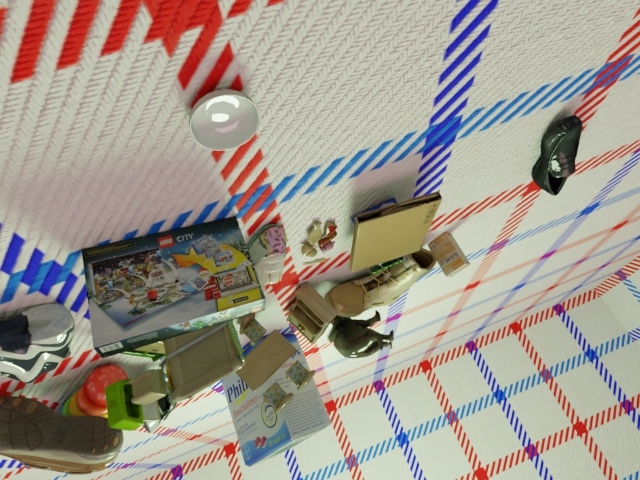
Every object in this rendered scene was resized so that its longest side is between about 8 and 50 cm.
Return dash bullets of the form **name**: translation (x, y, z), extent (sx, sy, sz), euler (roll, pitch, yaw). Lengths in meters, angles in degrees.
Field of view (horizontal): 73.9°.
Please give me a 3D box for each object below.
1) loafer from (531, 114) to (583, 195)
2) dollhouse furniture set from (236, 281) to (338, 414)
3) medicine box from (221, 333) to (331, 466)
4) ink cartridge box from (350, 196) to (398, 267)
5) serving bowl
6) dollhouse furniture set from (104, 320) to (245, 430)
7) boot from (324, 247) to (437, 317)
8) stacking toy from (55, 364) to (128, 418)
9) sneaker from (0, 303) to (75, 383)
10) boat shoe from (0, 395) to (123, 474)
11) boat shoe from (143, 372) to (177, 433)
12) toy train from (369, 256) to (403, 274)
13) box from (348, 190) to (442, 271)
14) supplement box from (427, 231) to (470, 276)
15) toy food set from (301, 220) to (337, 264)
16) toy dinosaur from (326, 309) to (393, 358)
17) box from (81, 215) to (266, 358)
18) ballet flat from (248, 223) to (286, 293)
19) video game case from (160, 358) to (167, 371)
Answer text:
- **loafer**: translation (0.497, -0.170, 0.879), extent (0.076, 0.078, 0.223), euler (-26, 152, 3)
- **dollhouse furniture set**: translation (-0.090, 0.239, 1.007), extent (0.242, 0.212, 0.161), euler (-40, 164, -31)
- **medicine box**: translation (-0.146, 0.469, 1.265), extent (0.149, 0.289, 0.263), euler (1, 143, -43)
- **ink cartridge box**: translation (0.136, -0.009, 0.912), extent (0.097, 0.046, 0.207), euler (-25, 153, 5)
- **serving bowl**: translation (-0.114, -0.145, 0.498), extent (0.084, 0.027, 0.083), euler (-18, 151, -10)
- **dollhouse furniture set**: translation (-0.260, 0.226, 0.849), extent (0.302, 0.197, 0.151), euler (-30, 151, 12)
- **boot**: translation (0.154, 0.098, 1.061), extent (0.262, 0.095, 0.203), euler (-2, 146, -39)
- **stacking toy**: translation (-0.556, 0.411, 1.023), extent (0.141, 0.141, 0.330), euler (10, 134, -47)
- **sneaker**: translation (-0.527, 0.192, 0.691), extent (0.235, 0.094, 0.153), euler (-18, 145, -34)
- **boat shoe**: translation (-0.597, 0.431, 0.906), extent (0.325, 0.123, 0.116), euler (19, 119, -7)
- **boat shoe**: translation (-0.416, 0.402, 1.077), extent (0.105, 0.113, 0.306), euler (-31, 174, -27)
- **toy train**: translation (0.151, 0.056, 0.972), extent (0.083, 0.017, 0.023), euler (-23, 163, 3)
- **box**: translation (0.139, -0.010, 0.836), extent (0.165, 0.021, 0.201), euler (-17, 153, -9)
- **supplement box**: translation (0.327, 0.037, 1.084), extent (0.036, 0.098, 0.062), euler (10, 137, -47)
- **toy food set**: translation (0.000, 0.000, 0.854), extent (0.078, 0.019, 0.122), euler (-8, 141, -29)
- **toy dinosaur**: translation (0.094, 0.252, 1.075), extent (0.161, 0.120, 0.313), euler (-13, -167, -5)
- **box**: translation (-0.217, 0.060, 0.635), extent (0.233, 0.159, 0.044), euler (-14, 149, -18)
- **ballet flat**: translation (-0.116, 0.063, 0.806), extent (0.077, 0.079, 0.221), euler (1, 143, -38)
- **video game case**: translation (-0.325, 0.301, 1.123), extent (0.157, 0.019, 0.143), euler (0, 144, -37)
